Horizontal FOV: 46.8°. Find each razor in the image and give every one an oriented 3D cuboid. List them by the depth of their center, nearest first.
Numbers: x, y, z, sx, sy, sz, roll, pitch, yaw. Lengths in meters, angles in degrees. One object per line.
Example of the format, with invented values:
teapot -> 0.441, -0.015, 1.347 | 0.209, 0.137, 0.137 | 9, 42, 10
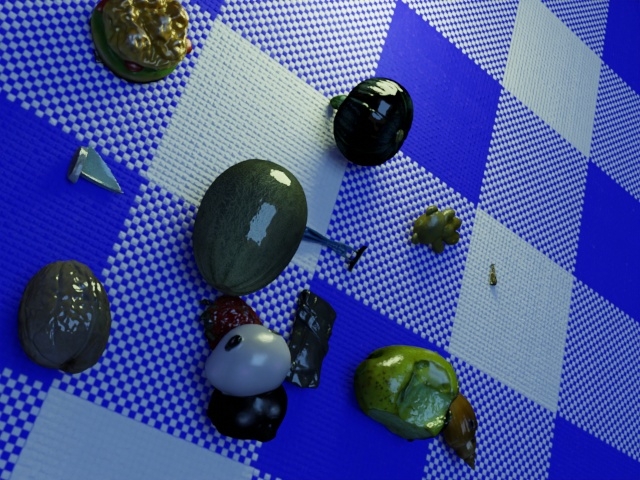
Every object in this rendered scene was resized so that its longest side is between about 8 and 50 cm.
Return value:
razor -> 0.000, 0.000, 1.917 | 0.253, 0.042, 0.082 | 24, 105, -28

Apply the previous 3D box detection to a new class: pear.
pear -> 0.214, 0.356, 1.902 | 0.255, 0.164, 0.238 | 37, 60, -22

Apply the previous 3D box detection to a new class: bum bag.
bum bag -> -0.031, 0.244, 1.812 | 0.123, 0.060, 0.248 | 37, 56, -24

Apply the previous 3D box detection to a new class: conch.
conch -> 0.376, 0.464, 2.034 | 0.109, 0.093, 0.330 | -7, 81, -31

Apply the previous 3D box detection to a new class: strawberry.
strawberry -> -0.191, 0.199, 1.690 | 0.140, 0.085, 0.192 | -37, 102, -40

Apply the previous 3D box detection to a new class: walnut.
walnut -> -0.494, 0.140, 1.432 | 0.178, 0.178, 0.230 | 17, 56, -33

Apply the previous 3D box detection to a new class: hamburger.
hamburger -> -0.397, -0.483, 1.686 | 0.237, 0.149, 0.237 | 12, 69, -33

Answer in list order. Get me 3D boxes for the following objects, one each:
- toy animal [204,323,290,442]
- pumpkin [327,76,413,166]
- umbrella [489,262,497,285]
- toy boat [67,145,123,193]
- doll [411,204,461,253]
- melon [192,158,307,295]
toy animal -> -0.153, 0.296, 1.602 | 0.187, 0.165, 0.235 | -14, 112, -40
pumpkin -> 0.118, -0.334, 2.004 | 0.248, 0.248, 0.248 | 11, 71, -34
umbrella -> 0.538, 0.110, 2.299 | 0.020, 0.031, 0.083 | 8, 67, -2
toy boat -> -0.482, -0.146, 1.607 | 0.122, 0.034, 0.096 | 30, 61, -37
doll -> 0.340, -0.036, 2.167 | 0.209, 0.097, 0.137 | 13, 101, -50
melon -> -0.161, -0.032, 1.678 | 0.248, 0.248, 0.329 | 32, 63, -26
